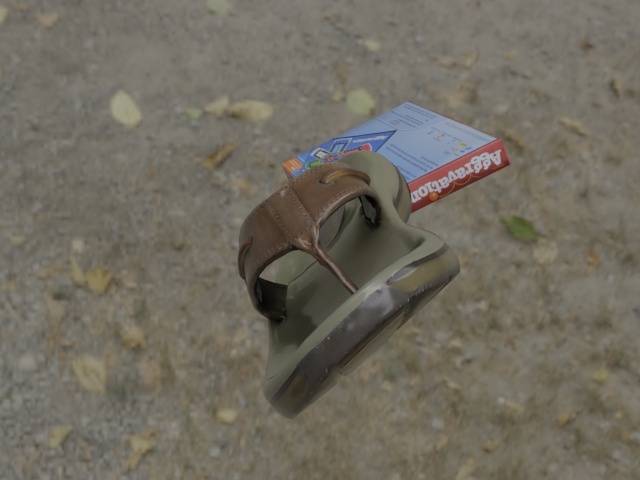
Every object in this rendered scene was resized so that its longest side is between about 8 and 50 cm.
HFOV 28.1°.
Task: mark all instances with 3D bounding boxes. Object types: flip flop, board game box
[{"bbox_3d":[0.000,0.000,0.641,0.080,0.112,0.277,45,13,-14],"label":"flip flop"},{"bbox_3d":[0.055,-0.067,1.127,0.145,0.027,0.281,-25,15,-4],"label":"board game box"}]
